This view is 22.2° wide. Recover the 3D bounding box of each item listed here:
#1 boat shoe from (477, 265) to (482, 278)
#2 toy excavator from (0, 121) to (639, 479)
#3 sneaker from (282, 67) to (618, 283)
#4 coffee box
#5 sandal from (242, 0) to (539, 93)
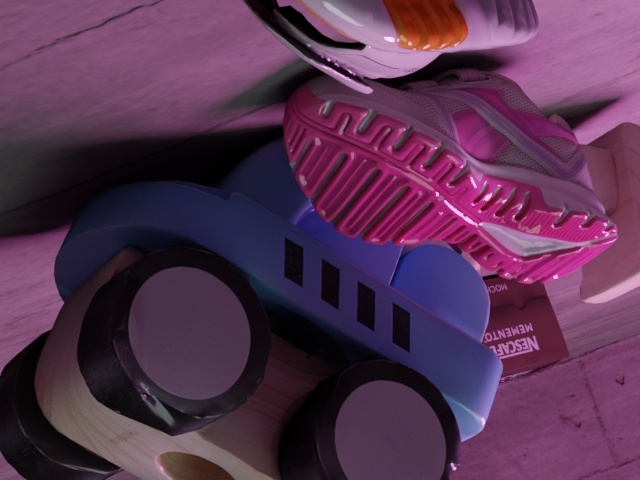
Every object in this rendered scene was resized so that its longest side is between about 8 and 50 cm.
[{"bbox_3d":[0.103,0.031,1.606,0.153,0.048,0.056,-5,162,-47],"label":"boat shoe"},{"bbox_3d":[0.050,0.023,1.154,0.433,0.445,0.222,31,149,-16],"label":"toy excavator"},{"bbox_3d":[0.078,-0.058,1.054,0.252,0.111,0.103,21,137,-35],"label":"sneaker"},{"bbox_3d":[0.141,0.146,2.012,0.168,0.119,0.297,-9,165,-34],"label":"coffee box"},{"bbox_3d":[0.020,-0.110,0.724,0.076,0.102,0.265,-27,167,26],"label":"sandal"}]
